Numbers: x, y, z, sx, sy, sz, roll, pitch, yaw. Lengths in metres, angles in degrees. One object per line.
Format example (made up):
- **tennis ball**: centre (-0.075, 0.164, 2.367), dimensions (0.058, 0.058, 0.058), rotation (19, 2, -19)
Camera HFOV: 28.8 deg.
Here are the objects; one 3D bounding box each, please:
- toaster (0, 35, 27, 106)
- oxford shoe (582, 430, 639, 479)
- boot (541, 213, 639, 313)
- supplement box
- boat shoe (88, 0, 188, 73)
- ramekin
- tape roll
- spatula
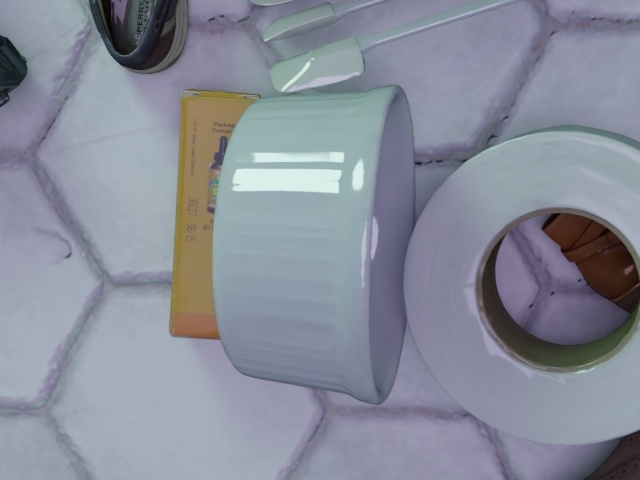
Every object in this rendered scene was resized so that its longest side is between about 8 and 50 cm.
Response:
- **toaster**: centre (-0.392, -0.187, 1.141), dimensions (0.146, 0.129, 0.227), rotation (-38, 95, 8)
- **oxford shoe**: centre (0.346, 0.185, 1.214), dimensions (0.363, 0.130, 0.133), rotation (-33, 69, 8)
- **boot**: centre (0.323, -0.030, 1.190), dimensions (0.152, 0.073, 0.197), rotation (41, 94, -1)
- **supplement box**: centre (-0.098, -0.026, 1.189), dimensions (0.078, 0.080, 0.233), rotation (4, 100, -1)
- **boat shoe**: centre (-0.170, -0.296, 1.140), dimensions (0.102, 0.092, 0.285), rotation (0, 98, 2)
- **ramekin**: centre (0.000, 0.000, 1.097), dimensions (0.135, 0.277, 0.277), rotation (3, 98, 11)
- **tape roll**: centre (0.223, 0.039, 1.138), dimensions (0.286, 0.100, 0.286), rotation (2, 98, 15)
- **spatula**: centre (0.059, -0.218, 1.134), dimensions (0.242, 0.168, 0.019), rotation (-17, 133, -1)
